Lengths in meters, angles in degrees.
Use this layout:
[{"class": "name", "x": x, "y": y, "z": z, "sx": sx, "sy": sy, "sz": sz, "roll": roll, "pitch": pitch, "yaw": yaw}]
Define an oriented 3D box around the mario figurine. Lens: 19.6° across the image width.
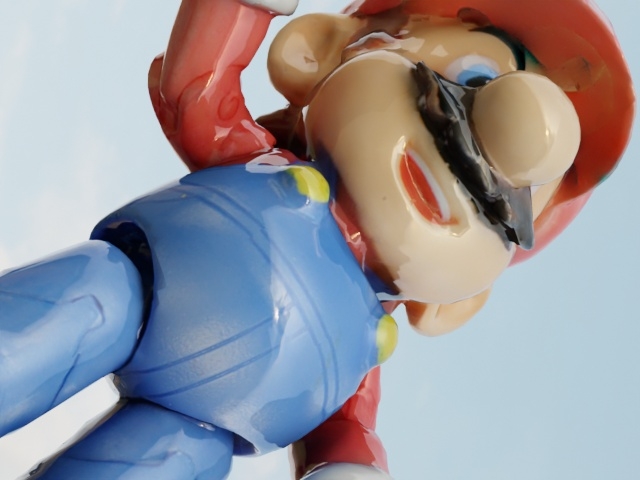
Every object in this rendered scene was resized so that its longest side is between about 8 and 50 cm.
[{"class": "mario figurine", "x": 0.000, "y": 0.000, "z": 0.579, "sx": 0.170, "sy": 0.320, "sz": 0.198, "roll": 27, "pitch": -40, "yaw": 30}]
